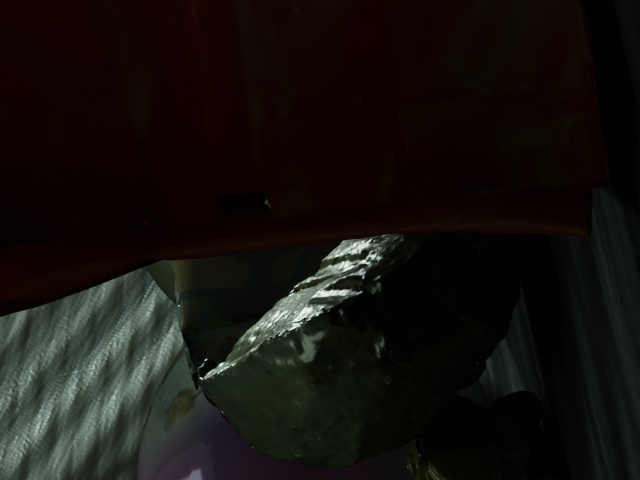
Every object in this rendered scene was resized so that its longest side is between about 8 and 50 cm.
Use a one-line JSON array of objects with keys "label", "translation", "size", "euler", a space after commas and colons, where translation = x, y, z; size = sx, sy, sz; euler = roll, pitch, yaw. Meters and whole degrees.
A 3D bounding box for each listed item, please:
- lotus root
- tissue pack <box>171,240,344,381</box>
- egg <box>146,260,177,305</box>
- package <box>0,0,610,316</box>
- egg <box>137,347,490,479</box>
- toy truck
[{"label": "lotus root", "translation": [0.032, 0.035, 0.754], "size": [0.070, 0.143, 0.144], "euler": [51, 167, -6]}, {"label": "tissue pack", "translation": [0.000, 0.000, 0.913], "size": [0.060, 0.148, 0.109], "euler": [78, 179, -51]}, {"label": "egg", "translation": [-0.040, -0.030, 1.357], "size": [0.242, 0.186, 0.186], "euler": [-65, -36, -74]}, {"label": "package", "translation": [-0.031, -0.076, 0.681], "size": [0.423, 0.195, 0.123], "euler": [-106, 9, -77]}, {"label": "egg", "translation": [-0.001, 0.120, 1.012], "size": [0.271, 0.196, 0.196], "euler": [-149, 48, -88]}, {"label": "toy truck", "translation": [0.070, 0.112, 0.813], "size": [0.123, 0.062, 0.052], "euler": [81, 176, -51]}]
